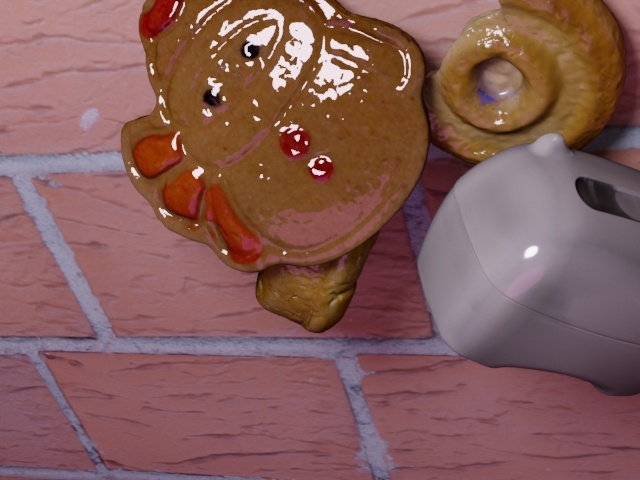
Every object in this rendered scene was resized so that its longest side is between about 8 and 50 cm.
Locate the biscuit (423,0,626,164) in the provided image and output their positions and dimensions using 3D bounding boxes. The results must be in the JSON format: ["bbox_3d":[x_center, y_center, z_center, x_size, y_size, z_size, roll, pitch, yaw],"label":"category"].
[{"bbox_3d":[0.233,-0.178,1.286,0.213,0.091,0.274,26,134,-7],"label":"biscuit"}]

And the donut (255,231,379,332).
[{"bbox_3d":[0.000,0.000,1.459,0.128,0.208,0.261,19,132,-2],"label":"donut"}]

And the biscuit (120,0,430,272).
[{"bbox_3d":[-0.065,-0.147,1.310,0.381,0.074,0.359,44,103,1],"label":"biscuit"}]

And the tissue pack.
[{"bbox_3d":[0.302,0.028,1.302,0.333,0.229,0.236,15,131,-25],"label":"tissue pack"}]
